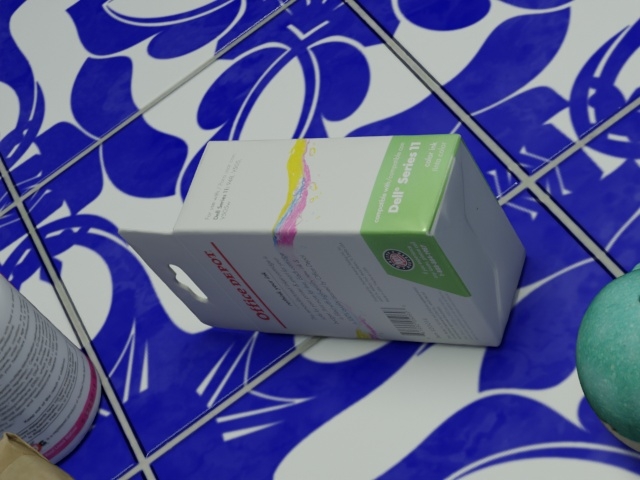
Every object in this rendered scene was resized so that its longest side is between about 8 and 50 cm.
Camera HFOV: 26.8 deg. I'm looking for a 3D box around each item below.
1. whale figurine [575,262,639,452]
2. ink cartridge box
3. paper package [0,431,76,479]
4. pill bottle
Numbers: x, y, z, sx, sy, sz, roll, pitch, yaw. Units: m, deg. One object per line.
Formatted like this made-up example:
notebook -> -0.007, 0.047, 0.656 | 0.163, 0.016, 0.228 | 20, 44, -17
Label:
whale figurine -> 0.336, 0.056, 1.139 | 0.272, 0.141, 0.216 | -42, 38, -6
ink cartridge box -> 0.000, 0.000, 1.340 | 0.353, 0.207, 0.119 | 1, 57, 30
paper package -> -0.235, 0.376, 1.104 | 0.168, 0.309, 0.325 | 25, 71, 41
pill bottle -> -0.368, 0.115, 1.409 | 0.160, 0.283, 0.160 | -15, 49, 18
